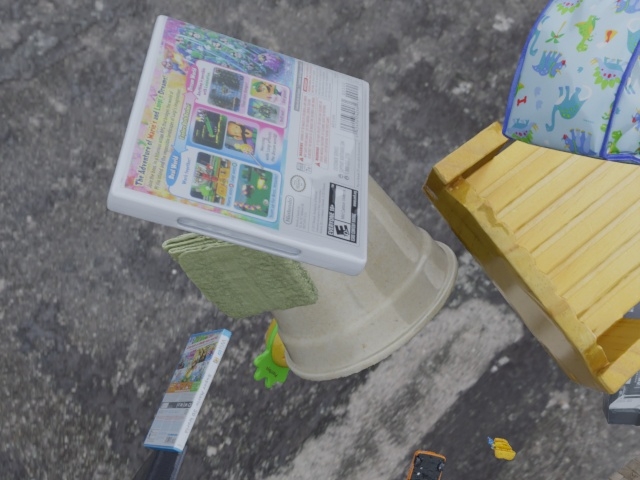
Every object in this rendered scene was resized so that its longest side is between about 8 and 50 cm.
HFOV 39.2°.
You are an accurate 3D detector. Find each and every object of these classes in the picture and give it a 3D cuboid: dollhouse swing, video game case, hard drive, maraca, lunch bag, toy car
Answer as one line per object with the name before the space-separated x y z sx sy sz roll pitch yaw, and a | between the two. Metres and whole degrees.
dollhouse swing | 0.364 -0.032 1.205 0.305 0.315 0.347 -37 85 0
video game case | -0.040 -0.060 0.530 0.143 0.019 0.157 15 48 -14
hard drive | -0.306 0.452 1.446 0.054 0.254 0.172 31 24 -8
maraca | -0.058 0.195 1.704 0.099 0.127 0.185 28 79 43
lunch bag | 0.246 -0.150 0.797 0.096 0.151 0.129 3 12 -36
video game case | -0.178 0.199 1.197 0.015 0.119 0.166 30 67 -22
toy car | 0.154 0.253 1.009 0.122 0.060 0.040 -4 18 0

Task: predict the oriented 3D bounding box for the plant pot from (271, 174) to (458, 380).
plant pot | 0.000 0.000 1.442 0.305 0.334 0.334 54 52 -21

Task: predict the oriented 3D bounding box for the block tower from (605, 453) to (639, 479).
block tower | 0.585 0.346 1.406 0.335 0.097 0.091 -37 97 -3

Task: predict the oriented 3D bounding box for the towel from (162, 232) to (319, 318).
towel | -0.071 0.028 0.860 0.110 0.148 0.027 -11 53 19

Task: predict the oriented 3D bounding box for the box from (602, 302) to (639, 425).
box | 0.668 0.198 1.694 0.242 0.307 0.076 2 15 8
